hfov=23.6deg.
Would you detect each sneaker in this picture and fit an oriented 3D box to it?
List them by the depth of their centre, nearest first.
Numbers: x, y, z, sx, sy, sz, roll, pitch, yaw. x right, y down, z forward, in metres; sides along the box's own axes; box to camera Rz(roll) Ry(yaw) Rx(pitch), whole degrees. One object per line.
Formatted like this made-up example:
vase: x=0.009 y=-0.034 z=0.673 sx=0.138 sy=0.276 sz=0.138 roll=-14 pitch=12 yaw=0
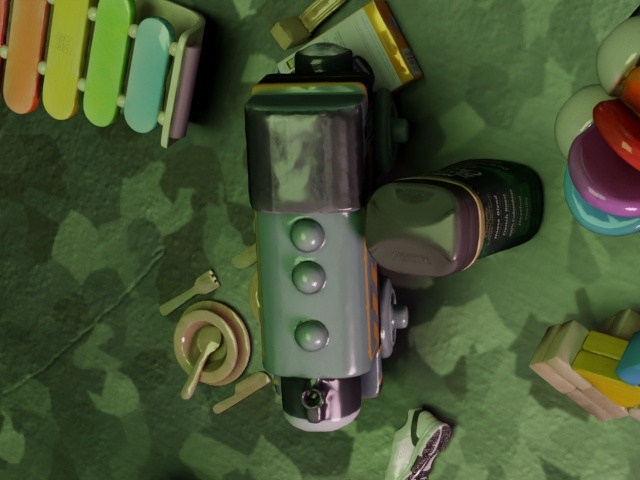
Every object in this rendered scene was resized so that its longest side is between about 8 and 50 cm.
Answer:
sneaker: x=0.082 y=0.204 z=1.444 sx=0.044 sy=0.040 sz=0.109 roll=44 pitch=114 yaw=34

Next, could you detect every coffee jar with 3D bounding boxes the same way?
coffee jar: x=0.113 y=-0.021 z=1.293 sx=0.096 sy=0.184 sz=0.079 roll=6 pitch=102 yaw=27

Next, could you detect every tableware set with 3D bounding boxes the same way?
tableware set: x=-0.076 y=0.080 z=1.504 sx=0.194 sy=0.039 sz=0.128 roll=-33 pitch=82 yaw=30

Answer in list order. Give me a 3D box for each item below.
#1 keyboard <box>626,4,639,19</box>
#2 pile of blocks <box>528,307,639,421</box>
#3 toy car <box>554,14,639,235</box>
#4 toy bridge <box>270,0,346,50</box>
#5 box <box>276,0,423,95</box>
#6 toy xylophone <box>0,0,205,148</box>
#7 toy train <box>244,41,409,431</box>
keyboard: x=0.351 y=-0.268 z=1.204 sx=0.201 sy=0.033 sz=0.317 roll=48 pitch=117 yaw=14
pile of blocks: x=0.352 y=0.105 z=1.216 sx=0.362 sy=0.112 sz=0.149 roll=19 pitch=150 yaw=23
toy car: x=0.257 y=-0.073 z=1.216 sx=0.159 sy=0.136 sz=0.182 roll=44 pitch=140 yaw=15
toy bridge: x=0.022 y=-0.238 z=1.373 sx=0.026 sy=0.063 sz=0.188 roll=54 pitch=136 yaw=10
box: x=0.021 y=-0.154 z=1.414 sx=0.136 sy=0.028 sz=0.081 roll=-29 pitch=84 yaw=33
toy xylophone: x=-0.237 y=-0.228 z=1.502 sx=0.322 sy=0.081 sz=0.236 roll=16 pitch=113 yaw=27
toy train: x=0.000 y=0.000 z=1.337 sx=0.142 sy=0.190 sz=0.334 roll=2 pitch=106 yaw=9
